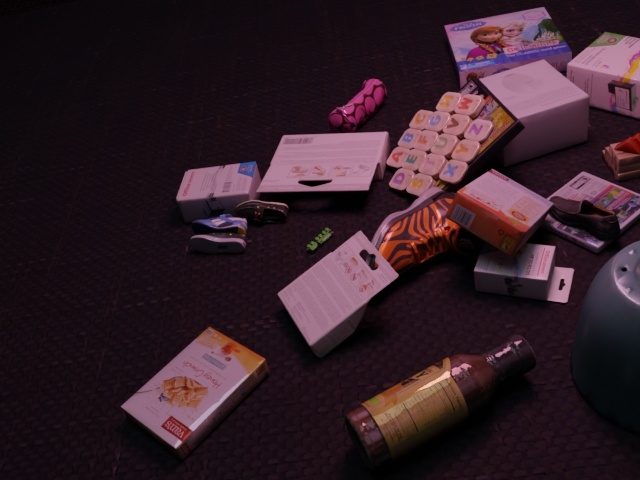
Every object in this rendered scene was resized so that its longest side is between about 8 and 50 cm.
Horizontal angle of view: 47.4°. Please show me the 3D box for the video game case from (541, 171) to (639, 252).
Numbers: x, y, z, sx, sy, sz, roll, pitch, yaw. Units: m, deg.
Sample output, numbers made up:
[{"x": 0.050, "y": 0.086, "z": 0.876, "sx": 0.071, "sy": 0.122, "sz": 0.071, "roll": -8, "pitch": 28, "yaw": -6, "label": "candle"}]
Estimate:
[{"x": 0.591, "y": -0.066, "z": 1.597, "sx": 0.201, "sy": 0.023, "sz": 0.183, "roll": -33, "pitch": 43, "yaw": -23, "label": "video game case"}]

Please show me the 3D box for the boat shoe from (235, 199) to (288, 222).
[{"x": -0.146, "y": -0.069, "z": 1.793, "sx": 0.133, "sy": 0.049, "sz": 0.042, "roll": 2, "pitch": 36, "yaw": 2, "label": "boat shoe"}]

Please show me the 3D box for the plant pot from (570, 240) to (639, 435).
[{"x": 0.565, "y": 0.138, "z": 1.195, "sx": 0.293, "sy": 0.235, "sz": 0.293, "roll": -9, "pitch": 39, "yaw": 7, "label": "plant pot"}]

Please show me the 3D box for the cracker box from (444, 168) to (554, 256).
[{"x": 0.373, "y": -0.063, "z": 1.503, "sx": 0.155, "sy": 0.067, "sz": 0.232, "roll": 33, "pitch": 31, "yaw": 18, "label": "cracker box"}]

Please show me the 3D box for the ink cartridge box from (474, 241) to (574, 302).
[{"x": 0.412, "y": 0.059, "z": 1.470, "sx": 0.181, "sy": 0.061, "sz": 0.104, "roll": 7, "pitch": 44, "yaw": 23, "label": "ink cartridge box"}]

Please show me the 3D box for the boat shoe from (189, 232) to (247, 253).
[{"x": -0.243, "y": 0.004, "z": 1.749, "sx": 0.142, "sy": 0.049, "sz": 0.040, "roll": 5, "pitch": 37, "yaw": 12, "label": "boat shoe"}]

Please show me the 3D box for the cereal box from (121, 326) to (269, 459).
[{"x": -0.240, "y": 0.287, "z": 1.406, "sx": 0.173, "sy": 0.047, "sz": 0.240, "roll": 22, "pitch": 51, "yaw": 36, "label": "cereal box"}]

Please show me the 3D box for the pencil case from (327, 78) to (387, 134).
[{"x": 0.108, "y": -0.379, "z": 2.054, "sx": 0.095, "sy": 0.098, "sz": 0.209, "roll": 14, "pitch": 46, "yaw": 31, "label": "pencil case"}]

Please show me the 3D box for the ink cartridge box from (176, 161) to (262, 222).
[{"x": -0.257, "y": -0.125, "z": 1.874, "sx": 0.190, "sy": 0.082, "sz": 0.140, "roll": -7, "pitch": 40, "yaw": 11, "label": "ink cartridge box"}]

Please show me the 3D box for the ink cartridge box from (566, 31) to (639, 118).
[{"x": 0.811, "y": -0.422, "z": 1.877, "sx": 0.278, "sy": 0.117, "sz": 0.201, "roll": 27, "pitch": 54, "yaw": 38, "label": "ink cartridge box"}]

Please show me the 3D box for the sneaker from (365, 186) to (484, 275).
[{"x": 0.241, "y": -0.002, "z": 1.545, "sx": 0.180, "sy": 0.125, "sz": 0.321, "roll": 20, "pitch": 50, "yaw": 36, "label": "sneaker"}]

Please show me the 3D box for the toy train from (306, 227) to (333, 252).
[{"x": 0.000, "y": 0.000, "z": 1.700, "sx": 0.023, "sy": 0.017, "sz": 0.083, "roll": 29, "pitch": 55, "yaw": 28, "label": "toy train"}]

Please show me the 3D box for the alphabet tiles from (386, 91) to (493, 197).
[{"x": 0.280, "y": -0.234, "z": 1.764, "sx": 0.284, "sy": 0.021, "sz": 0.278, "roll": -58, "pitch": 34, "yaw": -3, "label": "alphabet tiles"}]

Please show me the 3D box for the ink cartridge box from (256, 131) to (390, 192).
[{"x": 0.013, "y": -0.181, "z": 1.873, "sx": 0.296, "sy": 0.066, "sz": 0.261, "roll": 1, "pitch": 42, "yaw": 18, "label": "ink cartridge box"}]

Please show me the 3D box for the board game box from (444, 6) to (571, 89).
[{"x": 0.552, "y": -0.582, "z": 2.186, "sx": 0.318, "sy": 0.066, "sz": 0.318, "roll": -9, "pitch": 39, "yaw": 6, "label": "board game box"}]

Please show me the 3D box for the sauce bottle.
[{"x": 0.211, "y": 0.267, "z": 1.250, "sx": 0.344, "sy": 0.111, "sz": 0.111, "roll": -24, "pitch": 40, "yaw": -15, "label": "sauce bottle"}]

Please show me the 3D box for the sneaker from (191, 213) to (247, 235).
[{"x": -0.246, "y": -0.034, "z": 1.789, "sx": 0.144, "sy": 0.053, "sz": 0.059, "roll": 5, "pitch": 41, "yaw": 11, "label": "sneaker"}]

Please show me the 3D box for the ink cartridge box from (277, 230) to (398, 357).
[{"x": 0.040, "y": 0.105, "z": 1.485, "sx": 0.224, "sy": 0.056, "sz": 0.181, "roll": -37, "pitch": 41, "yaw": 0, "label": "ink cartridge box"}]

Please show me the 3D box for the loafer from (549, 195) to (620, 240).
[{"x": 0.555, "y": -0.063, "z": 1.535, "sx": 0.062, "sy": 0.061, "sz": 0.170, "roll": -37, "pitch": 44, "yaw": -25, "label": "loafer"}]

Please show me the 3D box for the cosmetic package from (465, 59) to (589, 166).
[{"x": 0.516, "y": -0.323, "z": 1.832, "sx": 0.224, "sy": 0.138, "sz": 0.225, "roll": -17, "pitch": 38, "yaw": -4, "label": "cosmetic package"}]

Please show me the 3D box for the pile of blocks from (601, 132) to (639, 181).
[{"x": 0.825, "y": -0.213, "z": 1.629, "sx": 0.362, "sy": 0.113, "sz": 0.149, "roll": 5, "pitch": 43, "yaw": 21, "label": "pile of blocks"}]

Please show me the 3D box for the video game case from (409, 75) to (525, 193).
[{"x": 0.329, "y": -0.241, "z": 1.762, "sx": 0.275, "sy": 0.035, "sz": 0.248, "roll": -44, "pitch": 36, "yaw": 17, "label": "video game case"}]
